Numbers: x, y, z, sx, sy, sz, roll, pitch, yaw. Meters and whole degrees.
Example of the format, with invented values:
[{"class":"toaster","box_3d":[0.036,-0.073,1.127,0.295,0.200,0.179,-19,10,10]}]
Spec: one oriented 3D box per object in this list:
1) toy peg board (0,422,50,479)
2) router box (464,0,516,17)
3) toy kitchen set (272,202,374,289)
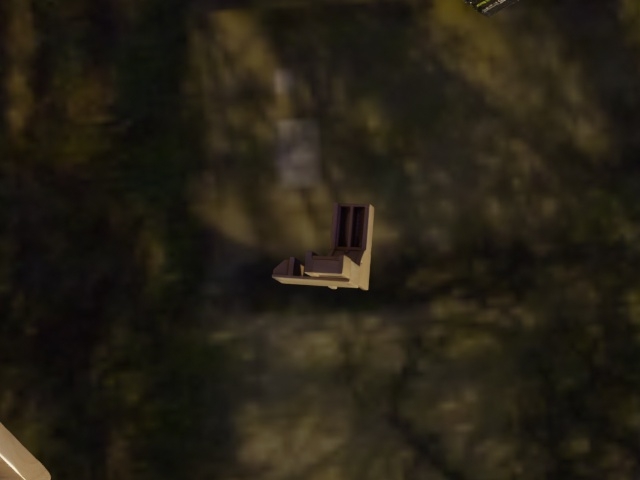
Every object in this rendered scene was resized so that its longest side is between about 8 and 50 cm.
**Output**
[{"class":"toy peg board","box_3d":[-0.238,0.103,0.830,0.161,0.161,0.079,57,38,-45]},{"class":"router box","box_3d":[0.144,-0.222,1.248,0.092,0.038,0.122,-25,-142,50]},{"class":"toy kitchen set","box_3d":[0.000,0.000,1.540,0.083,0.068,0.075,34,60,-71]}]
